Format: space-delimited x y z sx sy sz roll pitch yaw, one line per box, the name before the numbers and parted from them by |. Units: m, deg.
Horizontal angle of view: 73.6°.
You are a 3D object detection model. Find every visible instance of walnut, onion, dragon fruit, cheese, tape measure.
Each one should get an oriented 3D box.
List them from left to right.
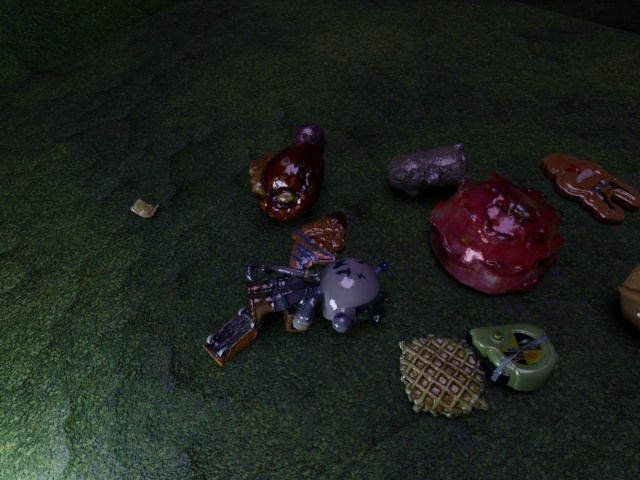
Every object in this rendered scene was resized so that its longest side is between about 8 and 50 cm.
cheese | -0.603 -0.110 1.473 0.084 0.041 0.060 19 61 -2
walnut | -0.113 -0.211 1.425 0.243 0.222 0.269 14 39 4
onion | -0.040 -0.388 1.632 0.115 0.104 0.115 1 89 -21
dragon fruit | 0.518 -0.048 1.254 0.370 0.249 0.386 -20 56 -18
tape measure | 0.492 0.288 1.071 0.199 0.106 0.175 -7 41 -1
walnut | 0.904 0.152 1.084 0.256 0.225 0.257 8 14 -2

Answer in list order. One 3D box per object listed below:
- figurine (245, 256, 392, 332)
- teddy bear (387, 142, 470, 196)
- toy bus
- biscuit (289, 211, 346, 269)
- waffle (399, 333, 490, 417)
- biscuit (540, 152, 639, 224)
figurine | 0.002 0.152 1.149 0.381 0.186 0.261 -8 43 -10
teddy bear | 0.361 -0.233 1.436 0.267 0.151 0.236 -14 15 8
toy bus | -0.227 0.256 1.150 0.162 0.074 0.069 -40 55 -23
biscuit | 0.000 0.000 1.365 0.183 0.043 0.280 30 62 20
waffle | 0.304 0.332 1.071 0.207 0.054 0.214 -7 54 5
biscuit | 0.912 -0.195 1.460 0.202 0.047 0.334 -28 55 -17
